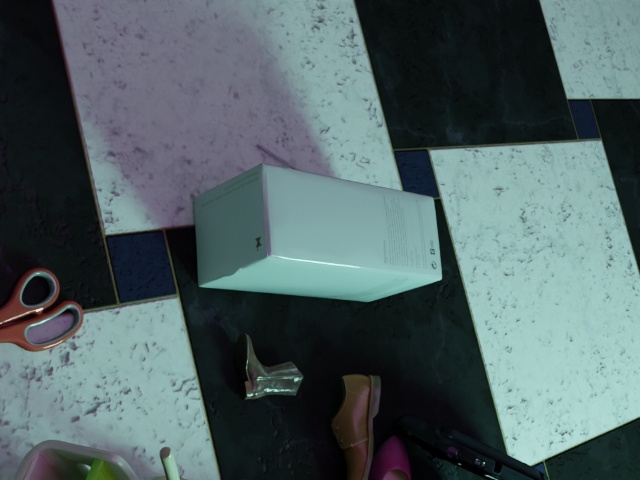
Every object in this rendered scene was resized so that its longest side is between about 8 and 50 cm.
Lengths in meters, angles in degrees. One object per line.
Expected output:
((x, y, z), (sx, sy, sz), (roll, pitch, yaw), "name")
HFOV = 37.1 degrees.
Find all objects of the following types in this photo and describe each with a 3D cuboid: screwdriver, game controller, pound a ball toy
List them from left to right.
((-0.265, 0.336, 1.177), (0.319, 0.135, 0.208), (77, 24, -54), "pound a ball toy")
((-0.042, -0.121, 1.653), (0.169, 0.024, 0.025), (29, 30, -30), "screwdriver")
((0.269, 0.387, 1.663), (0.319, 0.166, 0.067), (30, 75, -31), "game controller")

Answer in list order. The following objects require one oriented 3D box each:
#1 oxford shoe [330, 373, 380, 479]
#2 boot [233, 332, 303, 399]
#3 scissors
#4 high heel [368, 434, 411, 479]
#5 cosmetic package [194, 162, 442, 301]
((0.051, 0.325, 1.567), (0.076, 0.076, 0.212), (8, 70, -7), "oxford shoe")
((-0.079, 0.196, 1.502), (0.114, 0.037, 0.107), (-1, 89, -38), "boot")
((-0.436, 0.129, 1.221), (0.297, 0.021, 0.109), (-32, 99, -44), "scissors")
((0.130, 0.433, 1.549), (0.082, 0.117, 0.244), (27, 61, -21), "high heel")
((0.000, 0.000, 1.531), (0.365, 0.197, 0.155), (10, 69, -40), "cosmetic package")
